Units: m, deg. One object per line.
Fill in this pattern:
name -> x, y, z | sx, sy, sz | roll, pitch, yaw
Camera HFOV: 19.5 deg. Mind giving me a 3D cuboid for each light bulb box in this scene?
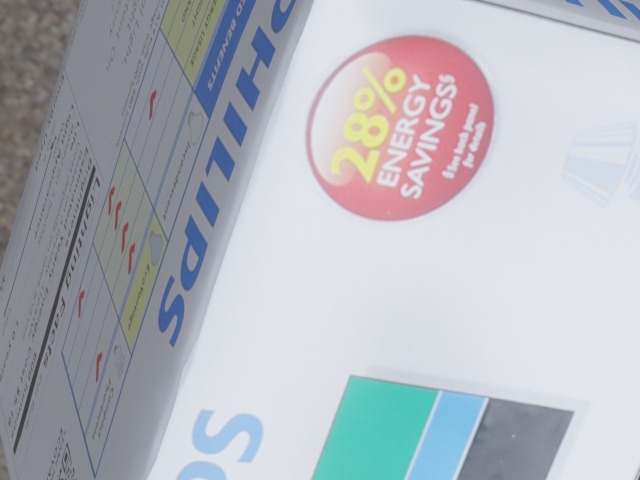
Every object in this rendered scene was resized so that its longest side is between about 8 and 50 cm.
light bulb box -> 0.000, 0.000, 0.900 | 0.225, 0.361, 0.358 | 12, 111, -21
